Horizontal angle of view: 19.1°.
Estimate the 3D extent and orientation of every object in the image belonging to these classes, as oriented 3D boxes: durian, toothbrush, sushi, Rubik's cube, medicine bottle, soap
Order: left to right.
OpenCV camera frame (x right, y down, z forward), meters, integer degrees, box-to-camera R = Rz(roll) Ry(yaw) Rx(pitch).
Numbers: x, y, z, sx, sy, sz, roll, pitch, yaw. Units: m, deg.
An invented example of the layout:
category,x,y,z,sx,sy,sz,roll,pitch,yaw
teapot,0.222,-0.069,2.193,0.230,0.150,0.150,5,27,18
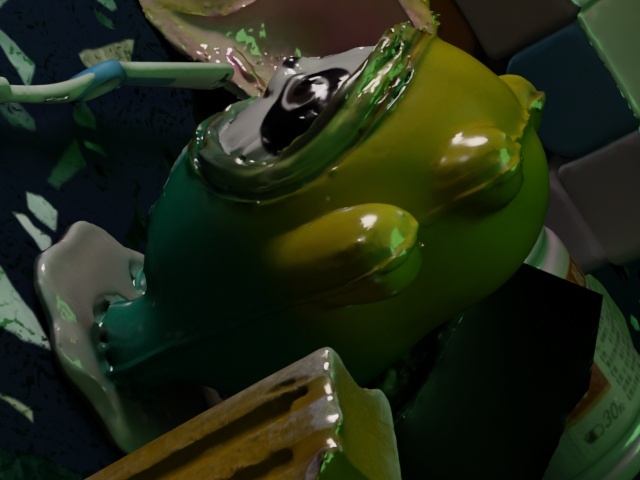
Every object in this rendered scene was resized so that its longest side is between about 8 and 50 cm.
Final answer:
category,x,y,z,sx,sy,sz,roll,pitch,yaw
toothbrush,-0.164,-0.119,1.449,0.386,0.040,0.040,-8,70,-62
soap,-0.066,0.171,1.059,0.073,0.232,0.140,43,27,-38
durian,-0.013,-0.183,1.711,0.305,0.185,0.195,27,4,8
sushi,0.053,0.108,1.436,0.215,0.212,0.227,21,86,-51
medicine bottle,0.148,0.082,1.694,0.316,0.202,0.202,53,23,-21
Rubik's cube,0.243,-0.168,1.898,0.346,0.344,0.347,-35,97,-44

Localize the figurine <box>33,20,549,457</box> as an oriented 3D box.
category,x,y,z,sx,sy,sz,roll,pitch,yaw
figurine,0.000,0.000,1.274,0.231,0.340,0.323,57,23,-10
